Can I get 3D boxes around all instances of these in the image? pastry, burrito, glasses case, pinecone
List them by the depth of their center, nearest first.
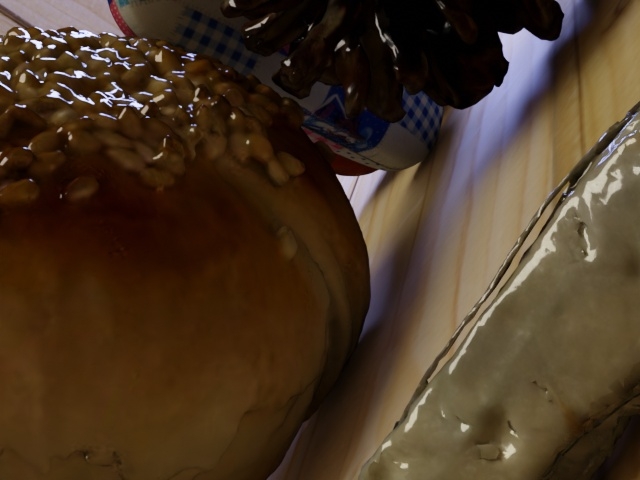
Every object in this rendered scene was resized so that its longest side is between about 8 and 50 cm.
[{"bbox_3d":[0.082,0.029,0.386,0.229,0.063,0.058,-56,-22,14],"label":"burrito"},{"bbox_3d":[-0.160,-0.001,0.806,0.409,0.410,0.245,-70,-12,-64],"label":"pastry"},{"bbox_3d":[0.063,-0.211,0.844,0.296,0.242,0.298,-46,14,-15],"label":"pinecone"},{"bbox_3d":[-0.025,-0.157,0.998,0.076,0.327,0.125,-11,62,50],"label":"glasses case"}]

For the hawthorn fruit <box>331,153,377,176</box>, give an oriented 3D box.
[{"bbox_3d":[0.022,-0.145,1.202,0.185,0.185,0.202,-73,4,-69],"label":"hawthorn fruit"}]
